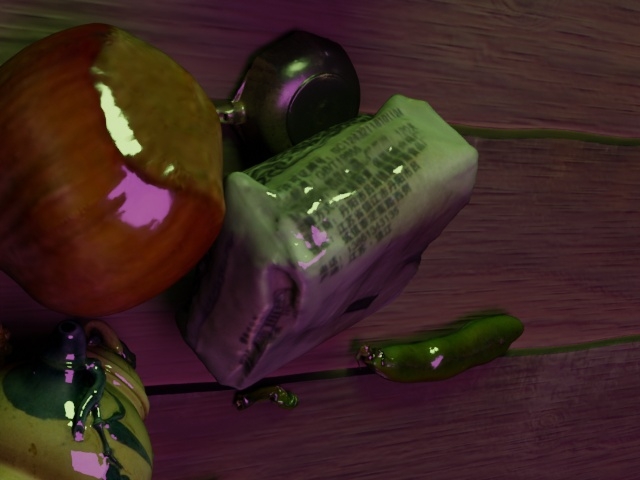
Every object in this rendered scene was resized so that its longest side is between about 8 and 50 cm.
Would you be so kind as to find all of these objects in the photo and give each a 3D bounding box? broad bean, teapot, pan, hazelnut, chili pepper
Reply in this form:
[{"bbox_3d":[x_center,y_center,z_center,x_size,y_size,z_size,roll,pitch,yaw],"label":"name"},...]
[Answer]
[{"bbox_3d":[0.144,0.129,1.281,0.254,0.046,0.065,-8,104,-35],"label":"broad bean"},{"bbox_3d":[-0.214,0.163,0.953,0.269,0.173,0.182,96,16,-53],"label":"teapot"},{"bbox_3d":[-0.042,-0.103,1.010,0.202,0.048,0.128,-35,131,-19],"label":"pan"},{"bbox_3d":[-0.171,-0.054,0.858,0.186,0.210,0.210,-41,136,-47],"label":"hazelnut"},{"bbox_3d":[-0.052,0.165,1.162,0.083,0.022,0.027,8,74,-40],"label":"chili pepper"}]

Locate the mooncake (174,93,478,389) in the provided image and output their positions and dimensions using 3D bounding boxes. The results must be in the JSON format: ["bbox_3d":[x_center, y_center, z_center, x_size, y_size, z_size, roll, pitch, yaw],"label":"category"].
[{"bbox_3d":[-0.004,-0.003,0.992,0.254,0.136,0.250,-29,157,-34],"label":"mooncake"}]

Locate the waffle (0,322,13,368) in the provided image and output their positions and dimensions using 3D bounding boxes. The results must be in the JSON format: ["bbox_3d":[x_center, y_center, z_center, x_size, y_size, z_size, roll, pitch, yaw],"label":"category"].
[{"bbox_3d":[-0.299,0.092,0.928,0.085,0.016,0.078,27,95,-44],"label":"waffle"}]
